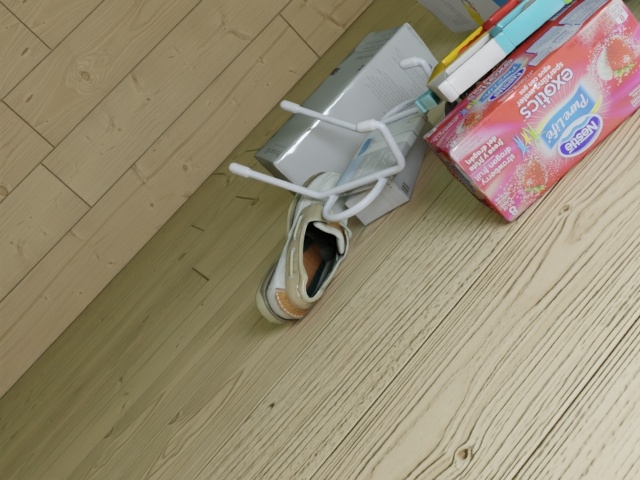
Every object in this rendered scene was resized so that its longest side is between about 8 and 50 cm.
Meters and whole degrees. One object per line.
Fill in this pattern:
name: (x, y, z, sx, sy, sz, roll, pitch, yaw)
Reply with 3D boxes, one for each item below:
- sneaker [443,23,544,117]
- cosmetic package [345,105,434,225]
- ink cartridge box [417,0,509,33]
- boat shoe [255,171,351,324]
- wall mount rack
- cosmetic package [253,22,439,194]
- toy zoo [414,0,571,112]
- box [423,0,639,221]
sneaker: (0.296, -0.261, 1.146, 0.279, 0.107, 0.118, -45, -2, -8)
cosmetic package: (0.122, -0.134, 1.272, 0.099, 0.060, 0.239, -33, 21, 37)
ink cartridge box: (0.320, -0.556, 1.442, 0.198, 0.197, 0.270, -61, 25, -5)
boat shoe: (0.000, 0.000, 1.188, 0.103, 0.113, 0.302, -24, 37, 45)
wall mount rack: (0.033, -0.171, 1.209, 0.304, 0.130, 0.350, -15, 30, 39)
cosmetic package: (0.058, -0.254, 1.533, 0.385, 0.156, 0.217, -46, 19, -6)
toy zoo: (0.242, -0.280, 0.992, 0.293, 0.030, 0.192, -40, 11, 20)
box: (0.267, -0.160, 0.888, 0.257, 0.122, 0.128, -43, 16, 6)
